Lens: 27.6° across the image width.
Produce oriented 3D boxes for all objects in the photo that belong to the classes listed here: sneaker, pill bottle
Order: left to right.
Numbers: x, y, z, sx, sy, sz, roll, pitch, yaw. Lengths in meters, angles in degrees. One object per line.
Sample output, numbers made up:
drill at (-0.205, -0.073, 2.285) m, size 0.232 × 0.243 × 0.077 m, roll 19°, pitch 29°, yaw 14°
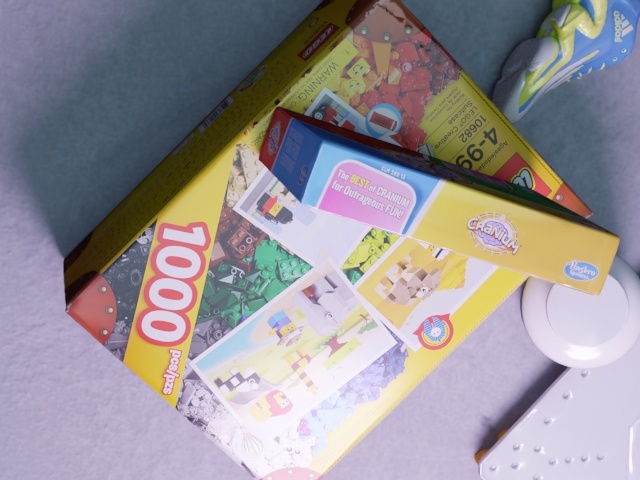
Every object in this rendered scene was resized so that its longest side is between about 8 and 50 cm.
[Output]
sneaker at (0.316, -0.228, 1.603) m, size 0.126 × 0.091 × 0.240 m, roll 31°, pitch 96°, yaw -18°
pill bottle at (0.317, 0.080, 1.582) m, size 0.146 × 0.264 × 0.146 m, roll 0°, pitch 88°, yaw 7°

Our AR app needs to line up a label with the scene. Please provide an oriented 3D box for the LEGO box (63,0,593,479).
LEGO box at (0.000, 0.000, 1.546) m, size 0.500 × 0.193 × 0.372 m, roll -45°, pitch 109°, yaw 3°

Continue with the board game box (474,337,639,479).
board game box at (0.467, 0.279, 1.797) m, size 0.390 × 0.050 × 0.390 m, roll 42°, pitch 93°, yaw -19°

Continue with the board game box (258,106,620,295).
board game box at (0.111, -0.044, 1.327) m, size 0.316 × 0.242 × 0.064 m, roll 17°, pitch 99°, yaw -16°
